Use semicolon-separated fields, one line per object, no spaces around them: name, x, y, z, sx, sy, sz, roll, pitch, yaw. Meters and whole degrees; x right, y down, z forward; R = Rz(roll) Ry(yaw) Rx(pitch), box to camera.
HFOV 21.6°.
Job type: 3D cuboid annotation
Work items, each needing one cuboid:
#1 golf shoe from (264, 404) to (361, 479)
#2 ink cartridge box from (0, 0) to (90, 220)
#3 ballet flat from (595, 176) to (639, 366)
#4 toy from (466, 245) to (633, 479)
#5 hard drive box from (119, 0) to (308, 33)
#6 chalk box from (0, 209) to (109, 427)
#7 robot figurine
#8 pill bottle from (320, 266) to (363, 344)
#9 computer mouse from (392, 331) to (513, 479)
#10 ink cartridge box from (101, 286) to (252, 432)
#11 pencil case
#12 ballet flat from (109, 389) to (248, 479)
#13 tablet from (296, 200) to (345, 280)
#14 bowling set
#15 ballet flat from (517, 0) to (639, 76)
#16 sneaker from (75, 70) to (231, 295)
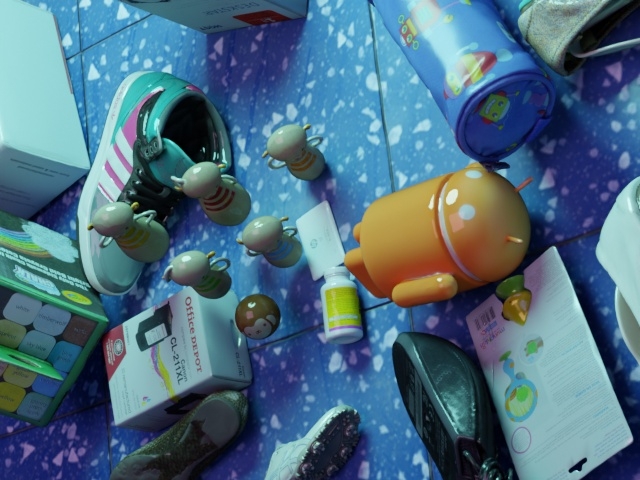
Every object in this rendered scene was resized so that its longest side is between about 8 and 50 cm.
golf shoe;-0.024;0.246;1.904;0.176;0.069;0.086;-56;44;15
ink cartridge box;-0.526;-0.132;2.368;0.384;0.160;0.279;-34;59;30
ballet flat;0.362;0.122;1.568;0.139;0.139;0.400;-38;53;29
toy;0.239;0.140;1.703;0.137;0.056;0.237;-42;51;31
hard drive box;-0.153;-0.333;2.041;0.181;0.232;0.089;-4;78;41
chalk box;-0.397;0.107;2.129;0.179;0.180;0.289;-57;29;16
robot figurine;0.130;-0.006;1.785;0.219;0.158;0.128;-18;90;38
pill bottle;0.023;0.074;1.915;0.043;0.043;0.083;-21;67;36
computer mouse;0.151;0.201;1.731;0.188;0.072;0.272;86;163;-48
ink cartridge box;-0.178;0.144;2.055;0.175;0.072;0.127;-30;61;34
pencil case;0.148;-0.215;1.799;0.119;0.133;0.306;-47;45;22
ballet flat;-0.169;0.255;2.040;0.084;0.058;0.250;46;121;0
tablet;0.000;0.000;1.979;0.054;0.006;0.083;-34;59;31
bowling set;-0.096;0.003;1.922;0.287;0.154;0.200;-29;70;6
ballet flat;0.341;-0.266;1.692;0.316;0.107;0.106;-35;72;39
sneaker;-0.199;-0.070;2.100;0.178;0.123;0.296;4;81;51
